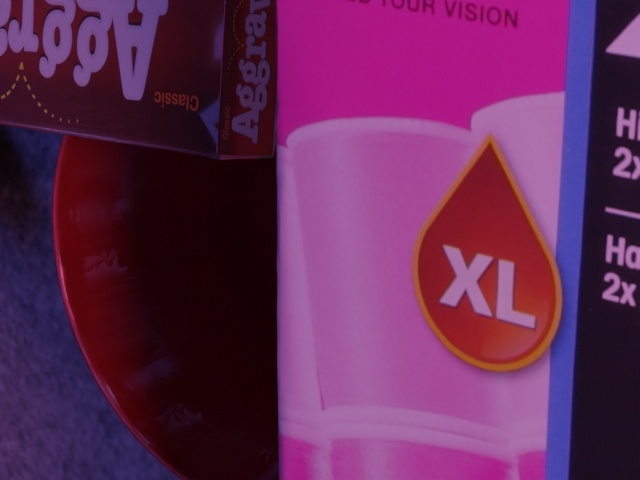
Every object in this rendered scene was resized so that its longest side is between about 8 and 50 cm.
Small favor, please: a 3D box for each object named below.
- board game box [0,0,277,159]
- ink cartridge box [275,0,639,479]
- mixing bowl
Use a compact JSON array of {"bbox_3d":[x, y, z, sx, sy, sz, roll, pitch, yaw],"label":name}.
[{"bbox_3d":[-0.114,-0.114,0.599,0.281,0.027,0.145,11,101,46],"label":"board game box"},{"bbox_3d":[0.075,0.007,0.409,0.176,0.069,0.370,15,113,34],"label":"ink cartridge box"},{"bbox_3d":[0.000,0.000,0.603,0.181,0.098,0.181,10,107,35],"label":"mixing bowl"}]
